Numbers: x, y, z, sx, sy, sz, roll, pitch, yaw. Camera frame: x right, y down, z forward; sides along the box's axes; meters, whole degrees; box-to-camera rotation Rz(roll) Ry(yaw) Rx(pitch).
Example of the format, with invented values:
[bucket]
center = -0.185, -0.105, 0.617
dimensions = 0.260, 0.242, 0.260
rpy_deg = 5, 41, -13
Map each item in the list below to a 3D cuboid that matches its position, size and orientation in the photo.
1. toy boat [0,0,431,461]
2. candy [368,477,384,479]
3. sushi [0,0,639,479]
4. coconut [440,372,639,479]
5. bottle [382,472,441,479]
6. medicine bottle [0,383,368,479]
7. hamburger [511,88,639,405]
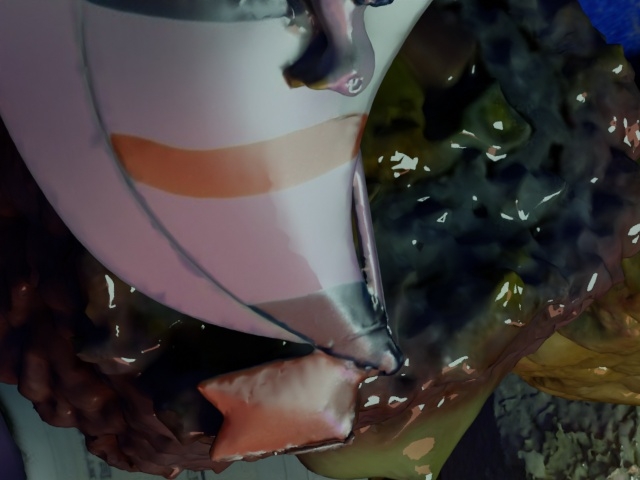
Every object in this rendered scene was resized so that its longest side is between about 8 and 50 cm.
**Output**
[toy boat]
center = -0.049, -0.075, 0.607
dimensions = 0.219, 0.072, 0.318
rpy_deg = 3, 117, -22
[candy]
center = -0.007, 0.154, 1.499
dimensions = 0.143, 0.101, 0.271
rpy_deg = -11, 165, -15
[sushi]
center = -0.010, -0.009, 0.795
dimensions = 0.270, 0.236, 0.171
rpy_deg = -28, 174, -31
[coconut]
center = 0.231, 0.142, 1.438
dimensions = 0.298, 0.309, 0.297
rpy_deg = 1, 143, 0
[bottle]
center = 0.209, 0.172, 1.693
dimensions = 0.351, 0.171, 0.171
rpy_deg = -25, 162, 3
[medicine bottle]
center = -0.130, 0.150, 1.178
dimensions = 0.190, 0.190, 0.332
rpy_deg = -33, 160, 28
[hamburger]
center = 0.213, -0.003, 1.154
dimensions = 0.209, 0.162, 0.330
rpy_deg = 17, 162, -37
